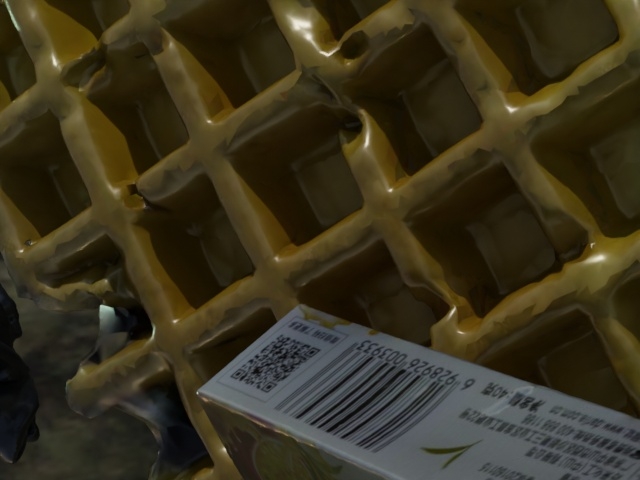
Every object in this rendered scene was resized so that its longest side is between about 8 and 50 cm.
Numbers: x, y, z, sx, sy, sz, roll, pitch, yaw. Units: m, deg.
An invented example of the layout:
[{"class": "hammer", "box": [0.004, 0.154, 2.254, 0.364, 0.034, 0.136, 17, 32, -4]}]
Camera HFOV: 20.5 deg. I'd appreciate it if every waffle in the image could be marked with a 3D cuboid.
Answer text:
[{"class": "waffle", "box": [-0.001, -0.001, 0.504, 0.309, 0.065, 0.283, 21, 107, 32]}]

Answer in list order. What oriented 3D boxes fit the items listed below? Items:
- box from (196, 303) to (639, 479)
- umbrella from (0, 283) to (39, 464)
[{"class": "box", "box": [0.049, 0.058, 0.353, 0.207, 0.041, 0.050, 14, 138, 54]}, {"class": "umbrella", "box": [-0.247, 0.091, 0.714, 0.110, 0.272, 0.122, 59, 163, 27]}]
